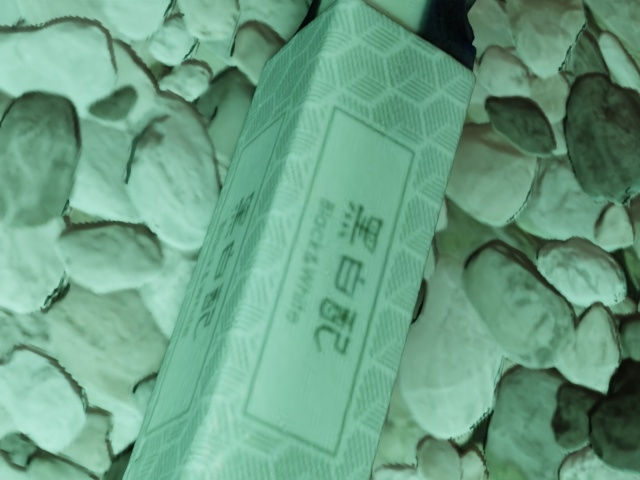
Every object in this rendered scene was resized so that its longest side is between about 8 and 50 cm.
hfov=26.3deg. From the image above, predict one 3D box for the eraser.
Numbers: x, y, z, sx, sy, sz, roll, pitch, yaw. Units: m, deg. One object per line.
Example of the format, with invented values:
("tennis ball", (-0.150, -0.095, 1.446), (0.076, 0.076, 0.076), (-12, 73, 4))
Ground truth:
("eraser", (0.000, 0.000, 0.729), (0.098, 0.096, 0.404), (29, 59, -20))
